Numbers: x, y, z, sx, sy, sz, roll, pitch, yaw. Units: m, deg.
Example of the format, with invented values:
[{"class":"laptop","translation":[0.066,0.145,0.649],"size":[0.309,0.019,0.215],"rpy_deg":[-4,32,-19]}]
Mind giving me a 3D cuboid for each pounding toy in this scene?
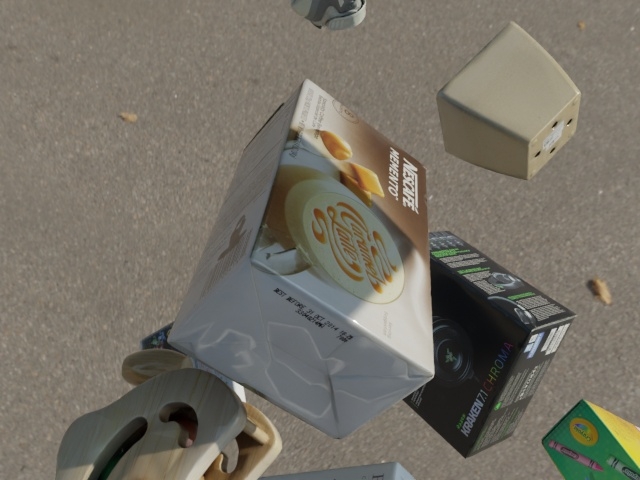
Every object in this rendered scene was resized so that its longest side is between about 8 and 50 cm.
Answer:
[{"class":"pounding toy","translation":[-0.102,0.202,0.525],"size":[0.154,0.154,0.269],"rpy_deg":[-13,52,17]}]

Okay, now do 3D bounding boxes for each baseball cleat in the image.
[{"class":"baseball cleat","translation":[0.047,-0.378,0.976],"size":[0.110,0.206,0.072],"rpy_deg":[30,61,-29]}]

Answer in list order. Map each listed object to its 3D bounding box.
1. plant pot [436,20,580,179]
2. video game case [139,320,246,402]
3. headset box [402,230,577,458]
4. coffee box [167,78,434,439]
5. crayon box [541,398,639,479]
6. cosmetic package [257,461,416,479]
[{"class":"plant pot","translation":[0.191,-0.124,0.661],"size":[0.109,0.109,0.096],"rpy_deg":[-44,63,-6]},{"class":"video game case","translation":[-0.183,0.196,0.945],"size":[0.022,0.173,0.190],"rpy_deg":[25,43,-50]},{"class":"headset box","translation":[0.211,0.148,1.075],"size":[0.131,0.246,0.283],"rpy_deg":[-6,34,-42]},{"class":"coffee box","translation":[0.000,0.000,0.505],"size":[0.141,0.098,0.246],"rpy_deg":[35,33,-17]},{"class":"crayon box","translation":[0.378,0.313,0.718],"size":[0.165,0.081,0.278],"rpy_deg":[29,18,-24]},{"class":"cosmetic package","translation":[0.027,0.334,0.681],"size":[0.151,0.184,0.151],"rpy_deg":[50,36,-33]}]
